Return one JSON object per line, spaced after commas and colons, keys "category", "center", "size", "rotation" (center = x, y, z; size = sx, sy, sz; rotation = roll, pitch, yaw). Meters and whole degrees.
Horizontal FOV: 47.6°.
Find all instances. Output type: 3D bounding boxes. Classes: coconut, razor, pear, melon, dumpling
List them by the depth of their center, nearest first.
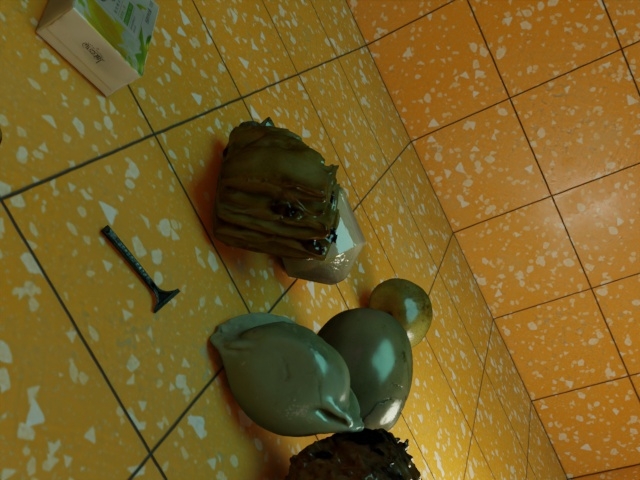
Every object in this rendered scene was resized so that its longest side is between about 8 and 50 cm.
{"category": "razor", "center": [-0.353, 0.049, 1.386], "size": [0.066, 0.033, 0.190], "rotation": [-44, 113, -19]}
{"category": "dumpling", "center": [-0.047, 0.280, 1.543], "size": [0.270, 0.212, 0.321], "rotation": [-29, 96, -36]}
{"category": "melon", "center": [0.092, 0.330, 1.788], "size": [0.268, 0.268, 0.330], "rotation": [36, 59, -50]}
{"category": "coconut", "center": [0.000, 0.000, 1.919], "size": [0.239, 0.239, 0.244], "rotation": [-14, 84, -66]}
{"category": "pear", "center": [0.259, 0.231, 2.303], "size": [0.211, 0.188, 0.228], "rotation": [-2, 71, -51]}

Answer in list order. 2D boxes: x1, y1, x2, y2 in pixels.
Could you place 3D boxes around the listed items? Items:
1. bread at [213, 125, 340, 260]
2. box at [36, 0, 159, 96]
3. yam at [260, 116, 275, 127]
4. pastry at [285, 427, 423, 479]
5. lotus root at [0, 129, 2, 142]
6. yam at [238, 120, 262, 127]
{"category": "bread", "center": [-0.097, -0.142, 1.726], "size": [0.191, 0.314, 0.370], "rotation": [99, -1, -47]}
{"category": "box", "center": [-0.451, -0.459, 1.503], "size": [0.194, 0.111, 0.260], "rotation": [45, 35, -41]}
{"category": "yam", "center": [-0.136, -0.272, 2.049], "size": [0.146, 0.069, 0.070], "rotation": [63, 25, -8]}
{"category": "pastry", "center": [0.066, 0.559, 1.499], "size": [0.405, 0.292, 0.337], "rotation": [-58, 139, -53]}
{"category": "lotus root", "center": [-0.551, -0.158, 1.080], "size": [0.159, 0.095, 0.135], "rotation": [21, 29, -3]}
{"category": "yam", "center": [-0.172, -0.234, 1.947], "size": [0.068, 0.068, 0.169], "rotation": [16, 56, -61]}
